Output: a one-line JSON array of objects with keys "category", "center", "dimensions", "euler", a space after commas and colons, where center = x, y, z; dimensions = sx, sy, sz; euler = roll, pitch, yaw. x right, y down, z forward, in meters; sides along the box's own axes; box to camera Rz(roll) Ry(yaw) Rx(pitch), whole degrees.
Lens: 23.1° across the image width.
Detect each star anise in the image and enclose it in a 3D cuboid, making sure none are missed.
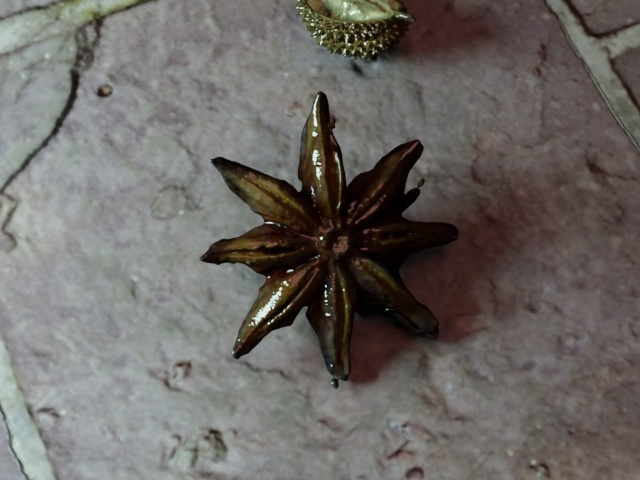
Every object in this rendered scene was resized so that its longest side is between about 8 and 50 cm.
[{"category": "star anise", "center": [0.000, 0.000, 1.449], "dimensions": [0.271, 0.102, 0.272], "euler": [0, 91, -19]}]

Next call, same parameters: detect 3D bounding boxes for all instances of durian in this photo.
[{"category": "durian", "center": [0.040, -0.218, 1.564], "dimensions": [0.140, 0.071, 0.110], "euler": [24, 49, 33]}]
